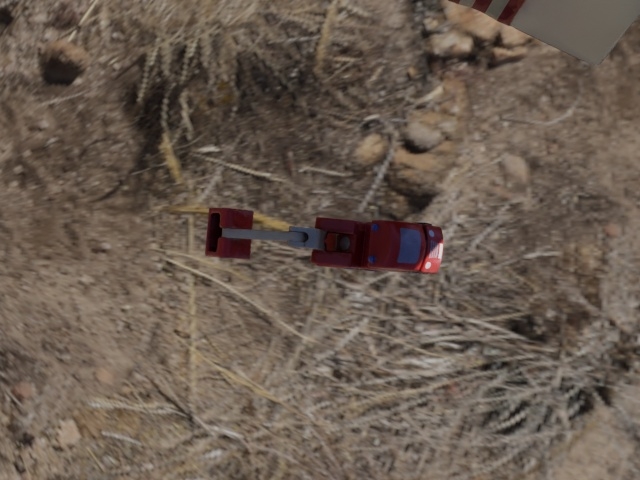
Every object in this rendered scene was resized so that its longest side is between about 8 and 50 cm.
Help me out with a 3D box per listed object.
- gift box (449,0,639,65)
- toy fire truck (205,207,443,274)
[{"bbox_3d":[0.181,-0.328,0.871,0.255,0.258,0.276,21,74,-1],"label":"gift box"},{"bbox_3d":[0.000,0.000,1.087,0.135,0.192,0.047,7,87,-41],"label":"toy fire truck"}]
